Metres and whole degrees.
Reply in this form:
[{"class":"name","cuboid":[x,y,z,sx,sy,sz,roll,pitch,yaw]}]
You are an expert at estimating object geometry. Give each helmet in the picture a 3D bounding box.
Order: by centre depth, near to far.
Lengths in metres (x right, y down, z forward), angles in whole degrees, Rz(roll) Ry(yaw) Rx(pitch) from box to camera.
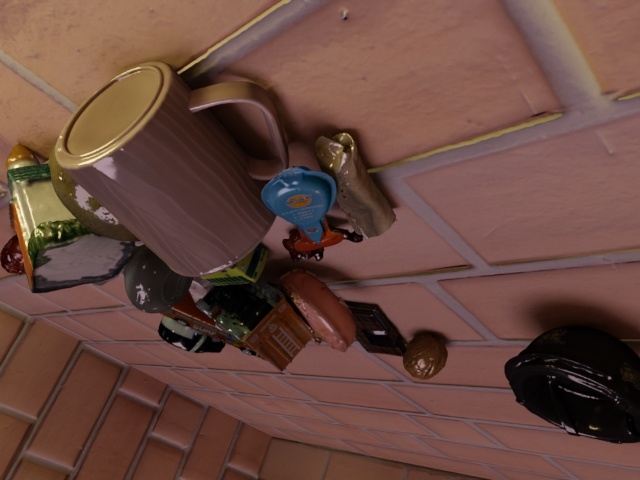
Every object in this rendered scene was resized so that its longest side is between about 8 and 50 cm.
[{"class":"helmet","cuboid":[0.477,0.241,1.034,0.279,0.160,0.230,45,149,-16]}]

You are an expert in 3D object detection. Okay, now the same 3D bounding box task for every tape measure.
[{"class":"tape measure","cuboid":[-0.399,0.272,1.736,0.182,0.107,0.181,25,-179,23]}]

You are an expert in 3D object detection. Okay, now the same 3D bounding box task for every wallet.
[{"class":"wallet","cuboid":[0.122,0.220,1.376,0.124,0.042,0.230,3,145,34]}]

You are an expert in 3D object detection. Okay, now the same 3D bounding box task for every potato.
[{"class":"potato","cuboid":[-0.354,-0.098,0.984,0.160,0.178,0.235,21,154,51]}]

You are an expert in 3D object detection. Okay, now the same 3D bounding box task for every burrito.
[{"class":"burrito","cuboid":[0.054,-0.074,0.854,0.086,0.060,0.226,10,153,31]}]

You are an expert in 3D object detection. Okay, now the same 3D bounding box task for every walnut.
[{"class":"walnut","cuboid":[0.245,0.271,1.326,0.105,0.105,0.124,24,138,-6]}]

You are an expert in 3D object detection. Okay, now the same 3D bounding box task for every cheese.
[{"class":"cheese","cuboid":[-0.020,-0.041,0.853,0.106,0.037,0.256,-11,154,5]}]

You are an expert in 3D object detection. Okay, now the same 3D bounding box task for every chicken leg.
[{"class":"chicken leg","cuboid":[-0.006,-0.003,1.045,0.089,0.048,0.219,28,153,-20]}]

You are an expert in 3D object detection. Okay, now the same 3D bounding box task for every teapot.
[{"class":"teapot","cuboid":[-0.429,0.054,1.338,0.250,0.184,0.183,23,156,24]}]

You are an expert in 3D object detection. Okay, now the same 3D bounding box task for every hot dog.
[{"class":"hot dog","cuboid":[-0.307,0.141,1.520,0.099,0.053,0.192,23,149,21]}]

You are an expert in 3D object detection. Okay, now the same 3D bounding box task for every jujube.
[{"class":"jujube","cuboid":[-0.881,0.037,1.669,0.109,0.112,0.176,-3,165,-33]}]

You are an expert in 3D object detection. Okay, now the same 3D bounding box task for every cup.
[{"class":"cup","cuboid":[-0.192,-0.097,0.826,0.288,0.208,0.273,2,147,35]}]

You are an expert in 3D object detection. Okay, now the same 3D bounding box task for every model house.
[{"class":"model house","cuboid":[-0.527,-0.073,1.152,0.271,0.190,0.301,-42,70,55]}]

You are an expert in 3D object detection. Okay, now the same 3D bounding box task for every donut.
[{"class":"donut","cuboid":[-0.017,0.145,1.242,0.199,0.085,0.233,52,163,-12]}]

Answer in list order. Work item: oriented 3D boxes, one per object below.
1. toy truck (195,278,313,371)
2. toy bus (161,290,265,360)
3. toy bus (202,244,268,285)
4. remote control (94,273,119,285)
[{"class":"toy truck","cuboid":[-0.150,0.172,1.272,0.162,0.136,0.305,51,164,-26]},{"class":"toy bus","cuboid":[-0.272,0.245,1.652,0.408,0.093,0.092,26,145,-13]},{"class":"toy bus","cuboid":[-0.196,0.044,1.228,0.101,0.088,0.175,37,151,-32]},{"class":"remote control","cuboid":[-0.680,0.102,1.750,0.077,0.022,0.245,36,149,-24]}]
